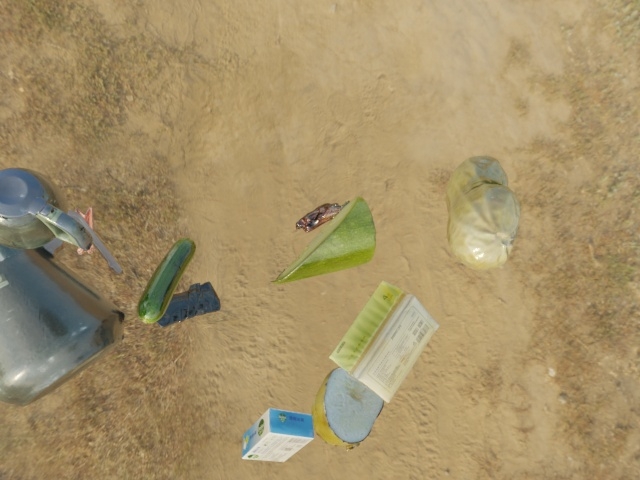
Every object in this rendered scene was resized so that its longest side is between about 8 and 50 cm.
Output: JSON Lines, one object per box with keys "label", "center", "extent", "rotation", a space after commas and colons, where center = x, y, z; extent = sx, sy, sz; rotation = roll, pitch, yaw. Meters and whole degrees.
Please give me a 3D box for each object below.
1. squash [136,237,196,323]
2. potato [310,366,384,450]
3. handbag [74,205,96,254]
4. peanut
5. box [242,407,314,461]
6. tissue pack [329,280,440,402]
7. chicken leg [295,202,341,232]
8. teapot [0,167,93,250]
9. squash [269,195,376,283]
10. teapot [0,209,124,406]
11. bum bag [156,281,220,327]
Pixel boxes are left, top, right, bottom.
{"label": "squash", "center": [-0.356, 0.089, 1.060], "extent": [0.066, 0.066, 0.229], "rotation": [27, 53, -10]}
{"label": "potato", "center": [0.085, 0.606, 1.685], "extent": [0.246, 0.196, 0.300], "rotation": [39, 51, -2]}
{"label": "handbag", "center": [-0.824, -0.031, 1.589], "extent": [0.059, 0.212, 0.158], "rotation": [-5, 87, -30]}
{"label": "peanut", "center": [0.221, -0.048, 0.632], "extent": [0.090, 0.099, 0.214], "rotation": [11, 40, 2]}
{"label": "box", "center": [-0.124, 0.560, 1.302], "extent": [0.139, 0.194, 0.073], "rotation": [18, 41, -24]}
{"label": "tissue pack", "center": [0.157, 0.240, 1.092], "extent": [0.234, 0.125, 0.159], "rotation": [-54, 129, -11]}
{"label": "chicken leg", "center": [0.012, -0.078, 1.421], "extent": [0.048, 0.219, 0.089], "rotation": [53, 26, -31]}
{"label": "teapot", "center": [-0.401, -0.035, 0.622], "extent": [0.111, 0.108, 0.149], "rotation": [-33, 91, -26]}
{"label": "squash", "center": [0.000, 0.000, 1.045], "extent": [0.252, 0.093, 0.170], "rotation": [-12, 95, -20]}
{"label": "teapot", "center": [-0.549, 0.101, 0.883], "extent": [0.300, 0.253, 0.344], "rotation": [-37, 92, -30]}
{"label": "bum bag", "center": [-0.468, 0.222, 1.571], "extent": [0.248, 0.060, 0.123], "rotation": [-16, 64, -32]}
